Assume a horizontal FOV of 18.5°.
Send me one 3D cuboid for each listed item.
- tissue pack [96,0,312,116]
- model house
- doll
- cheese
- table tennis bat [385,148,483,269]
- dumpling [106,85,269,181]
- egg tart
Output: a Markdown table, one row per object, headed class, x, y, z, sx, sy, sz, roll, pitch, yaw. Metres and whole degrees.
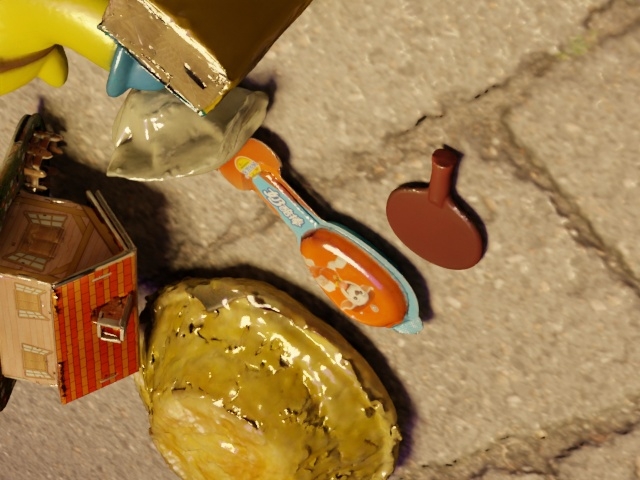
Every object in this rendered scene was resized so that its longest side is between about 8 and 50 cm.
| class | x | y | z | sx | sy | sz | roll | pitch | yaw |
| --- | --- | --- | --- | --- | --- | --- | --- | --- | --- |
| tissue pack | -0.079 | -0.196 | 1.552 | 0.120 | 0.169 | 0.082 | 41 | 143 | -3 |
| model house | -0.246 | 0.035 | 1.980 | 0.154 | 0.207 | 0.294 | 13 | 139 | 7 |
| doll | -0.270 | -0.202 | 1.745 | 0.363 | 0.145 | 0.199 | 6 | 149 | 34 |
| cheese | 0.000 | 0.000 | 1.827 | 0.256 | 0.037 | 0.106 | 44 | 144 | -11 |
| table tennis bat | 0.101 | -0.026 | 1.722 | 0.098 | 0.019 | 0.154 | 28 | 148 | 16 |
| dumpling | -0.136 | -0.091 | 1.758 | 0.169 | 0.134 | 0.100 | 21 | 144 | 29 |
| egg tart | -0.073 | 0.178 | 2.024 | 0.341 | 0.132 | 0.341 | 23 | 142 | 19 |
